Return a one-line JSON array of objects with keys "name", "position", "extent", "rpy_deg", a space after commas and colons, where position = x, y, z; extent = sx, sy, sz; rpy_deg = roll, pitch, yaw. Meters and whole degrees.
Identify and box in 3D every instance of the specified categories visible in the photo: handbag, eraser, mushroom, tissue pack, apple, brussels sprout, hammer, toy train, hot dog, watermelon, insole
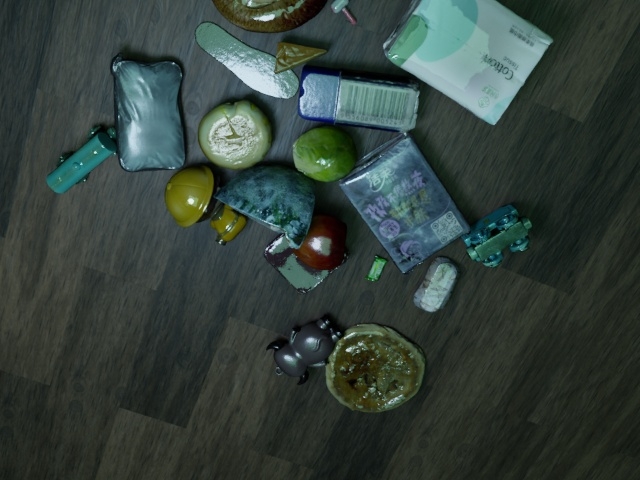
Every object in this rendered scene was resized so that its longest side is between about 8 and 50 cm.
[{"name": "handbag", "position": [-0.043, 0.035, 1.801], "extent": [0.216, 0.074, 0.203], "rpy_deg": [-42, 105, 13]}, {"name": "eraser", "position": [0.106, -0.394, 1.615], "extent": [0.332, 0.101, 0.155], "rpy_deg": [7, 113, -1]}, {"name": "mushroom", "position": [-0.115, -0.696, 1.450], "extent": [0.345, 0.239, 0.345], "rpy_deg": [8, 130, 9]}, {"name": "tissue pack", "position": [0.252, -0.110, 1.720], "extent": [0.259, 0.122, 0.361], "rpy_deg": [-34, 105, 11]}, {"name": "apple", "position": [-0.004, 0.004, 1.678], "extent": [0.158, 0.147, 0.156], "rpy_deg": [8, 130, -2]}, {"name": "brussels sprout", "position": [0.014, -0.245, 1.649], "extent": [0.181, 0.144, 0.161], "rpy_deg": [-17, 95, 5]}, {"name": "tissue pack", "position": [0.375, -0.513, 1.515], "extent": [0.357, 0.194, 0.266], "rpy_deg": [29, 108, -11]}, {"name": "hammer", "position": [0.069, -0.621, 1.564], "extent": [0.052, 0.031, 0.083], "rpy_deg": [-37, 113, 17]}, {"name": "handbag", "position": [-0.481, -0.354, 1.624], "extent": [0.192, 0.075, 0.332], "rpy_deg": [-5, 112, -20]}, {"name": "toy train", "position": [-0.680, -0.232, 1.655], "extent": [0.248, 0.159, 0.101], "rpy_deg": [-36, 112, 12]}, {"name": "hot dog", "position": [0.375, 0.146, 1.849], "extent": [0.108, 0.059, 0.191], "rpy_deg": [22, 109, -6]}, {"name": "watermelon", "position": [-0.159, -0.087, 1.645], "extent": [0.290, 0.319, 0.213], "rpy_deg": [1, 142, -11]}, {"name": "toy train", "position": [0.526, -0.015, 1.727], "extent": [0.203, 0.163, 0.112], "rpy_deg": [-30, 107, 10]}, {"name": "insole", "position": [-0.207, -0.503, 1.624], "extent": [0.328, 0.007, 0.111], "rpy_deg": [31, 108, -11]}]

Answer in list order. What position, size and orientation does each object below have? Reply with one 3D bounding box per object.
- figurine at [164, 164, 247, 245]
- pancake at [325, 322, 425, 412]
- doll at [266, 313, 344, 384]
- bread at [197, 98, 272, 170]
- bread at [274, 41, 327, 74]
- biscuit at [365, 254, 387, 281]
[{"name": "figurine", "position": [-0.336, -0.104, 1.698], "extent": [0.257, 0.167, 0.192], "rpy_deg": [35, 97, -14]}, {"name": "pancake", "position": [0.186, 0.446, 1.966], "extent": [0.356, 0.065, 0.356], "rpy_deg": [-1, 111, -3]}, {"name": "doll", "position": [-0.051, 0.356, 1.902], "extent": [0.257, 0.117, 0.182], "rpy_deg": [-41, 95, 12]}, {"name": "bread", "position": [-0.241, -0.301, 1.651], "extent": [0.213, 0.104, 0.213], "rpy_deg": [-1, 112, -3]}, {"name": "bread", "position": [-0.053, -0.492, 1.586], "extent": [0.139, 0.074, 0.084], "rpy_deg": [8, 102, -5]}, {"name": "biscuit", "position": [0.180, 0.092, 1.851], "extent": [0.046, 0.016, 0.089], "rpy_deg": [20, 110, -6]}]
